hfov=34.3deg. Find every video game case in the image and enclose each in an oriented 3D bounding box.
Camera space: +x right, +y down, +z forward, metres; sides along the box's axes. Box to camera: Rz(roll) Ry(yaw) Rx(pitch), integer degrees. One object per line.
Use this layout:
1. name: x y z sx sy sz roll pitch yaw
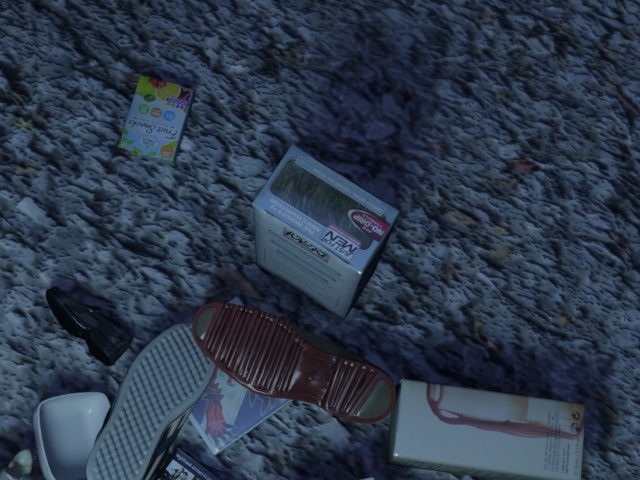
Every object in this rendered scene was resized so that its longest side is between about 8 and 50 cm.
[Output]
1. video game case: -0.158 0.225 1.738 0.183 0.023 0.201 -34 80 -10

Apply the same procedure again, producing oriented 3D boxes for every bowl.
1. bowl: -0.399 0.320 1.664 0.142 0.053 0.142 0 71 -49

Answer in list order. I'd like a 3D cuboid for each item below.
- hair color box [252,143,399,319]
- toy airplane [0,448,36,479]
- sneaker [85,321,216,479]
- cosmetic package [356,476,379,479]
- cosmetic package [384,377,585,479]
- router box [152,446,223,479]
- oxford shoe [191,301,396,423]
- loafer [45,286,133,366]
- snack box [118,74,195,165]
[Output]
1. hair color box: 0.000 0.000 1.619 0.185 0.374 0.114 32 77 5
2. toy airplane: -0.621 0.353 1.593 0.384 0.272 0.386 -32 87 29
3. sneaker: -0.277 0.277 1.662 0.126 0.127 0.321 31 58 2
4. cosmetic package: 0.030 0.467 1.581 0.183 0.151 0.151 -16 61 15
5. cosmetic package: 0.260 0.312 1.669 0.296 0.153 0.129 8 74 -2
6. router box: -0.199 0.440 1.671 0.179 0.046 0.133 36 77 6
7. oxford shoe: -0.047 0.199 1.697 0.348 0.130 0.123 27 93 -1
8. loafer: -0.390 0.135 1.740 0.170 0.062 0.061 44 56 5
9. snack box: -0.289 -0.213 1.834 0.100 0.037 0.141 14 76 2
